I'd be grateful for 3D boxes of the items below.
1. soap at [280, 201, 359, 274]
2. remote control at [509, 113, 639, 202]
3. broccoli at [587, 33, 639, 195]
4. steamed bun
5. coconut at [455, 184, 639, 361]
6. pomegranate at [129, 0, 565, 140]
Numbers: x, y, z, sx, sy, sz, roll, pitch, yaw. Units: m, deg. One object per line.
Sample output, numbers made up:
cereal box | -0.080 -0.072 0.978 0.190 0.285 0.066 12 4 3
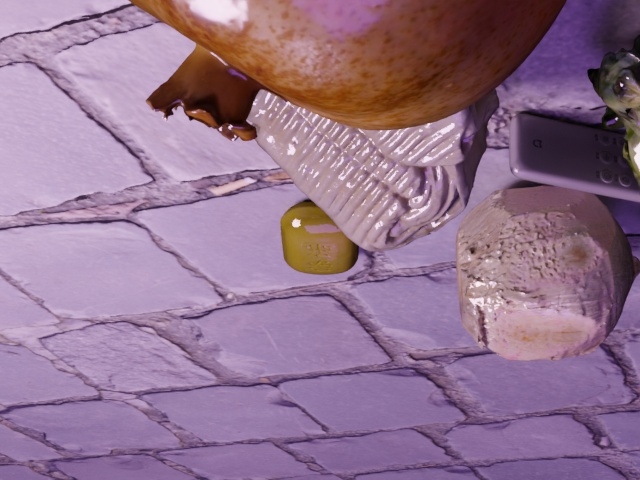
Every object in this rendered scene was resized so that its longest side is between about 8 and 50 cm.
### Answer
soap | 0.000 0.001 1.307 0.089 0.045 0.140 -1 153 0
remote control | 0.303 -0.070 1.112 0.261 0.067 0.029 10 156 -13
broccoli | 0.348 -0.044 0.962 0.288 0.245 0.248 11 156 -4
steamed bun | 0.055 -0.122 0.967 0.218 0.144 0.211 39 138 -2
coconut | 0.236 0.034 1.201 0.194 0.194 0.194 2 153 1
pomegranate | 0.010 -0.195 0.631 0.319 0.319 0.319 2 153 1
